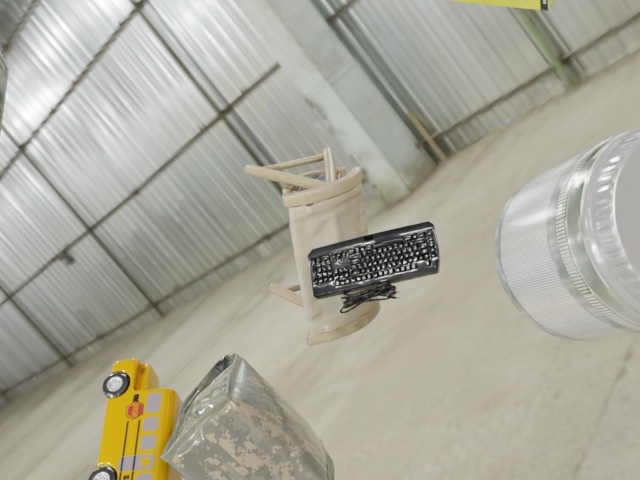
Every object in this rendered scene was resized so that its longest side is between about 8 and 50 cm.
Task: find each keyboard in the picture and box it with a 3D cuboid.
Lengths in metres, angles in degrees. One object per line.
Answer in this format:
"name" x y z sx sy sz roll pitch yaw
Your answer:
"keyboard" 0.071 0.039 1.112 0.192 0.100 0.038 -15 -9 23

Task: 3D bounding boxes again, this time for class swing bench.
"swing bench" 0.000 0.000 1.365 0.165 0.253 0.255 -14 21 -15

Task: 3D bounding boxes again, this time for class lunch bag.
"lunch bag" -0.110 0.325 1.320 0.169 0.235 0.287 -45 7 7

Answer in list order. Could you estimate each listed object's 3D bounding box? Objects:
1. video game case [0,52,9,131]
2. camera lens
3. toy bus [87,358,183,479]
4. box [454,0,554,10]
"video game case" -0.514 -0.243 1.237 0.019 0.143 0.157 1 -19 -4
"camera lens" 0.342 -0.001 0.921 0.219 0.219 0.274 -42 0 -16
"toy bus" -0.304 0.362 1.365 0.130 0.108 0.332 -8 49 6
"box" 0.252 -0.411 1.247 0.232 0.058 0.087 16 57 28
